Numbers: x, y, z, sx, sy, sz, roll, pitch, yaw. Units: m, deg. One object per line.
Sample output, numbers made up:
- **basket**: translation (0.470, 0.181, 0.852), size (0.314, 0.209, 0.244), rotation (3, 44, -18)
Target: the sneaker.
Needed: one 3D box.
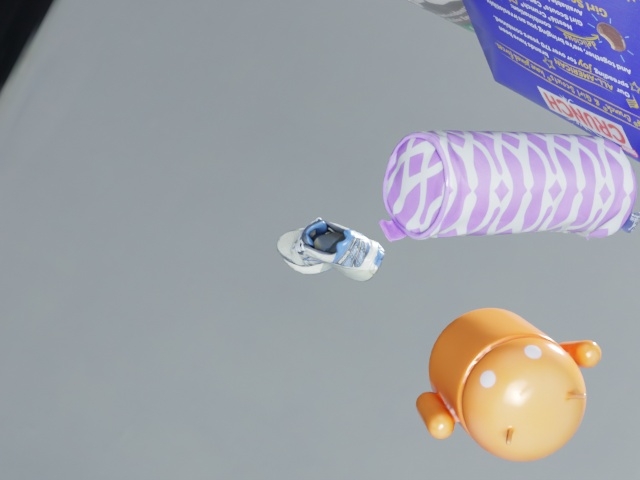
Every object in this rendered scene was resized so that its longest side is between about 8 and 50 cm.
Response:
- **sneaker**: translation (0.000, 0.000, 1.445), size (0.135, 0.052, 0.058), rotation (5, -27, 48)

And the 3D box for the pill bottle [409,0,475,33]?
- **pill bottle**: translation (0.095, -0.371, 1.619), size (0.361, 0.204, 0.204), rotation (21, 7, -28)

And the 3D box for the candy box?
- **candy box**: translation (0.214, -0.219, 1.176), size (0.268, 0.122, 0.317), rotation (37, -18, 43)

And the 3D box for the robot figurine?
- **robot figurine**: translation (0.185, 0.140, 1.489), size (0.158, 0.128, 0.219), rotation (13, 10, -16)

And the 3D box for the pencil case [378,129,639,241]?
- **pencil case**: translation (0.147, -0.040, 1.159), size (0.206, 0.088, 0.086), rotation (2, 46, -32)
